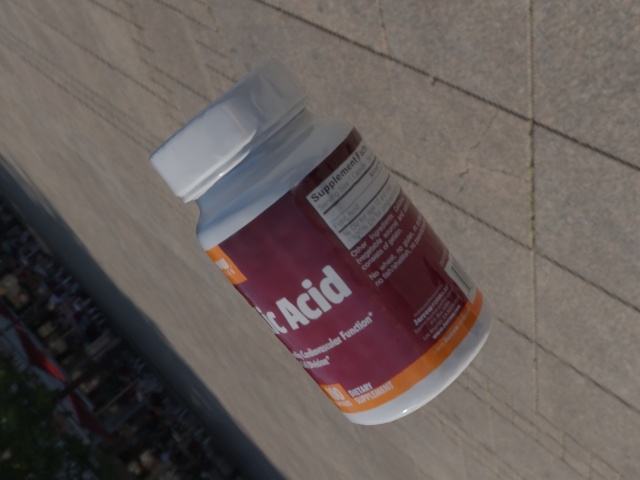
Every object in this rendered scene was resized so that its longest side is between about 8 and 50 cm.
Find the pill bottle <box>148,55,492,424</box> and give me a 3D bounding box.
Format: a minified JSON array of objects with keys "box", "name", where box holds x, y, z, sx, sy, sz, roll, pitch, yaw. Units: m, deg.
[{"box":[0.000,0.000,0.875,0.392,0.224,0.224,51,160,-10],"name":"pill bottle"}]
